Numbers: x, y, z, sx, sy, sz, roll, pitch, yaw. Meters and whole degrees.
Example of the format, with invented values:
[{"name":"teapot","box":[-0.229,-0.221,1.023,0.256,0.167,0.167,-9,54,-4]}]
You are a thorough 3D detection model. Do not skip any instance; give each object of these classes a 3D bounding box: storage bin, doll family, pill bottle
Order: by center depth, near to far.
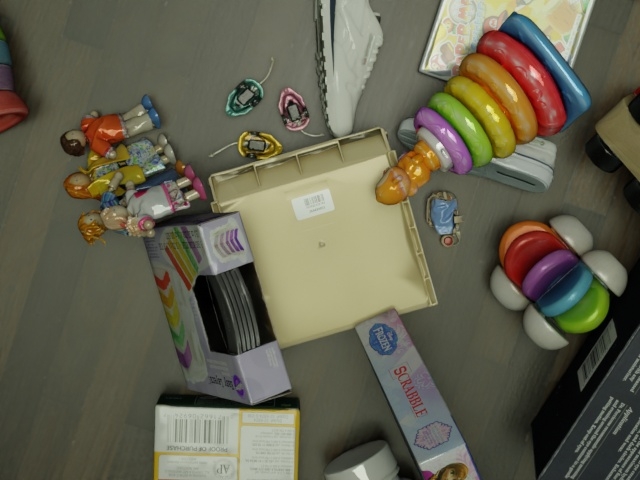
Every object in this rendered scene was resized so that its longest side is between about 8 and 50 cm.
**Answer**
[{"name":"doll family","box":[-0.262,-0.069,1.784,0.163,0.263,0.118,-25,138,-12]},{"name":"storage bin","box":[0.000,0.000,1.821,0.262,0.123,0.260,-16,95,1]},{"name":"pill bottle","box":[0.097,0.406,1.857,0.131,0.131,0.229,-25,95,1]}]

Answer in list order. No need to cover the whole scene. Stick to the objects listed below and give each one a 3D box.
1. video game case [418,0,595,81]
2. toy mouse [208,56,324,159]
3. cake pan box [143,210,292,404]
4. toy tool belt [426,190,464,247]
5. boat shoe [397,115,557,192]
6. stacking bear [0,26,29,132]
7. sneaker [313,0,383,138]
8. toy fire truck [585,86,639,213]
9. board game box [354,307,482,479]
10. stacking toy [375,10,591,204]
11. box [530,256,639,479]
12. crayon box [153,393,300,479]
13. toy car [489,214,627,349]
[{"name":"video game case","box":[0.269,-0.313,1.845,0.206,0.026,0.227,18,95,-3]},{"name":"toy mouse","box":[-0.073,-0.185,1.846,0.161,0.031,0.143,2,96,-2]},{"name":"cake pan box","box":[-0.141,0.088,1.757,0.070,0.267,0.245,-21,99,-24]},{"name":"toy tool belt","box":[0.176,-0.029,1.857,0.052,0.051,0.083,-7,96,0]},{"name":"boat shoe","box":[0.221,-0.136,1.845,0.226,0.083,0.075,21,67,-4]},{"name":"stacking bear","box":[-0.514,-0.281,1.771,0.164,0.175,0.289,-20,88,3]},{"name":"sneaker","box":[0.043,-0.257,1.819,0.095,0.090,0.235,-2,97,-11]},{"name":"toy fire truck","box":[0.521,-0.132,1.819,0.217,0.246,0.158,50,127,10]},{"name":"board game box","box":[0.160,0.295,1.705,0.066,0.318,0.318,-24,120,-1]},{"name":"stacking toy","box":[0.188,-0.147,1.732,0.302,0.175,0.165,-38,86,-8]},{"name":"box","box":[0.506,0.229,1.789,0.313,0.179,0.343,28,110,-3]},{"name":"crayon box","box":[-0.135,0.386,1.874,0.203,0.083,0.322,2,95,-1]},{"name":"toy car","box":[0.314,0.046,1.801,0.159,0.136,0.182,-43,54,8]}]
